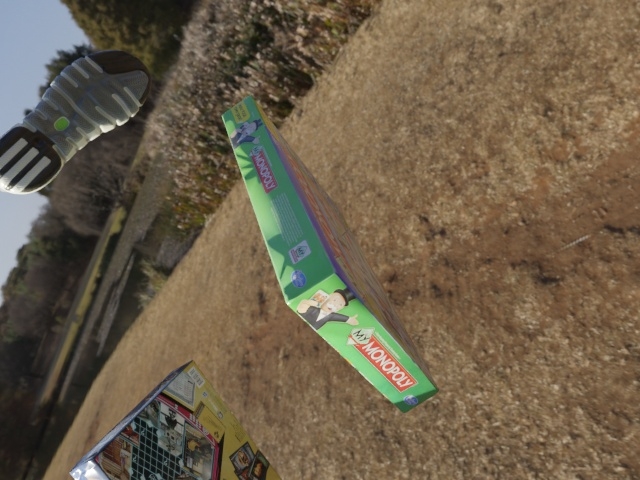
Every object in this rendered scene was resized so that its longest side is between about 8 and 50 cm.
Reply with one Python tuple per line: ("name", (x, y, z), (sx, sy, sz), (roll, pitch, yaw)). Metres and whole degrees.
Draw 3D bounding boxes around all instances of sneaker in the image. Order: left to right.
("sneaker", (-0.317, -0.143, 0.646), (0.132, 0.086, 0.228), (-7, 39, 53))

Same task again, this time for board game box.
("board game box", (-0.118, 0.270, 0.546), (0.042, 0.243, 0.165), (-32, 6, 27))
("board game box", (0.000, 0.000, 0.547), (0.046, 0.213, 0.317), (-33, 41, 7))
